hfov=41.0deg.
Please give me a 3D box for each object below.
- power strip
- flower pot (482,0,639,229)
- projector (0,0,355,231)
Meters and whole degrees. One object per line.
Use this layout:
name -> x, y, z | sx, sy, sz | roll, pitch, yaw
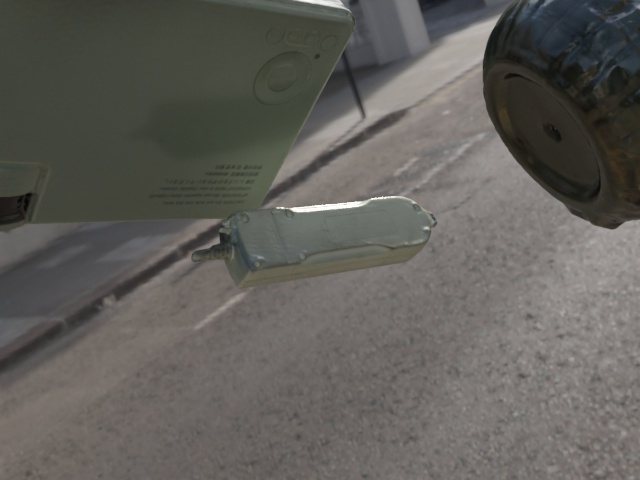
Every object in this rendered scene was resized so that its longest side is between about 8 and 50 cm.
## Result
power strip -> 0.000, 0.000, 0.594 | 0.191, 0.048, 0.030 | -7, -28, -29
flower pot -> 0.328, -0.156, 0.921 | 0.213, 0.302, 0.302 | -38, 17, -7
projector -> -0.130, -0.105, 0.550 | 0.256, 0.192, 0.099 | -4, 46, -39
